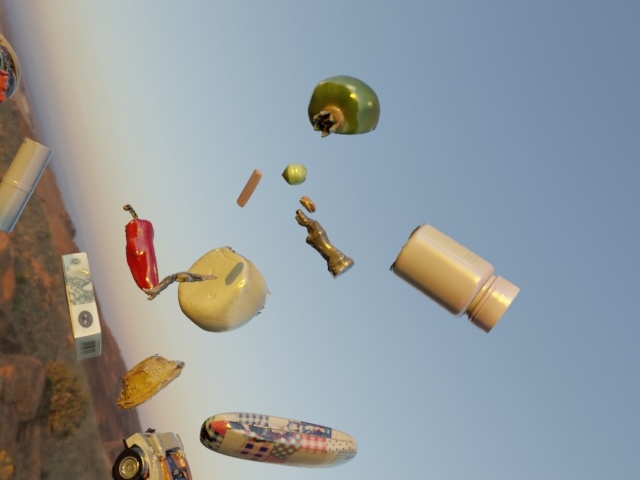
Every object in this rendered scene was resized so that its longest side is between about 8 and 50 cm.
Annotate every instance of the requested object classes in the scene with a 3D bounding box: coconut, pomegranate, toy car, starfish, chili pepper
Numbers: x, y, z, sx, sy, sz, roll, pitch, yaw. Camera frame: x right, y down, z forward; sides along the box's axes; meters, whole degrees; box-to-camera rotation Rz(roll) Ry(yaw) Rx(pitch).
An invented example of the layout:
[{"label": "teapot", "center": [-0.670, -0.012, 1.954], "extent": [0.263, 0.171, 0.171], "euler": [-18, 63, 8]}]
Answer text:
[{"label": "coconut", "center": [-0.097, -0.245, 1.936], "extent": [0.088, 0.096, 0.087], "euler": [-1, 90, -82]}, {"label": "pomegranate", "center": [0.081, -0.559, 2.148], "extent": [0.310, 0.358, 0.216], "euler": [16, -58, 20]}, {"label": "toy car", "center": [-0.310, 0.542, 1.103], "extent": [0.301, 0.118, 0.193], "euler": [51, -3, 24]}, {"label": "starfish", "center": [-0.379, 0.111, 1.411], "extent": [0.176, 0.208, 0.053], "euler": [-16, -88, 54]}, {"label": "chili pepper", "center": [-0.637, 0.034, 1.859], "extent": [0.110, 0.110, 0.387], "euler": [111, -34, -54]}]

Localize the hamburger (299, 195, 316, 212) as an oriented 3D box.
[{"label": "hamburger", "center": [-0.054, -0.156, 2.271], "extent": [0.083, 0.044, 0.076], "euler": [42, -13, 28]}]

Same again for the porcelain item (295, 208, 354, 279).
[{"label": "porcelain item", "center": [0.000, 0.000, 1.409], "extent": [0.215, 0.069, 0.081], "euler": [52, -7, 10]}]

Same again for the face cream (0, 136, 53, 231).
[{"label": "face cream", "center": [-0.810, -0.148, 1.401], "extent": [0.250, 0.077, 0.077], "euler": [-63, -153, -3]}]

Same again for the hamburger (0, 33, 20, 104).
[{"label": "hamburger", "center": [-0.617, -0.306, 0.914], "extent": [0.137, 0.175, 0.175], "euler": [-89, 179, -61]}]

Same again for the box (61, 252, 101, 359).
[{"label": "box", "center": [-0.677, 0.186, 1.480], "extent": [0.256, 0.069, 0.164], "euler": [67, -31, 26]}]

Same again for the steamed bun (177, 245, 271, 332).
[{"label": "steamed bun", "center": [-0.365, 0.206, 1.982], "extent": [0.334, 0.312, 0.233], "euler": [37, -15, 47]}]

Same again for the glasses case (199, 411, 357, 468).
[{"label": "glasses case", "center": [-0.082, 0.412, 1.070], "extent": [0.125, 0.328, 0.076], "euler": [124, -25, -46]}]

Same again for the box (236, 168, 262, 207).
[{"label": "box", "center": [-0.202, -0.149, 1.494], "extent": [0.115, 0.025, 0.048], "euler": [-59, -157, 8]}]

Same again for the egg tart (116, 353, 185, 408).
[{"label": "egg tart", "center": [-0.548, 0.439, 1.666], "extent": [0.106, 0.241, 0.241], "euler": [59, -22, -7]}]

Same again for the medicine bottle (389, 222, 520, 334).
[{"label": "medicine bottle", "center": [0.439, 0.124, 1.724], "extent": [0.379, 0.213, 0.213], "euler": [36, -39, 19]}]
